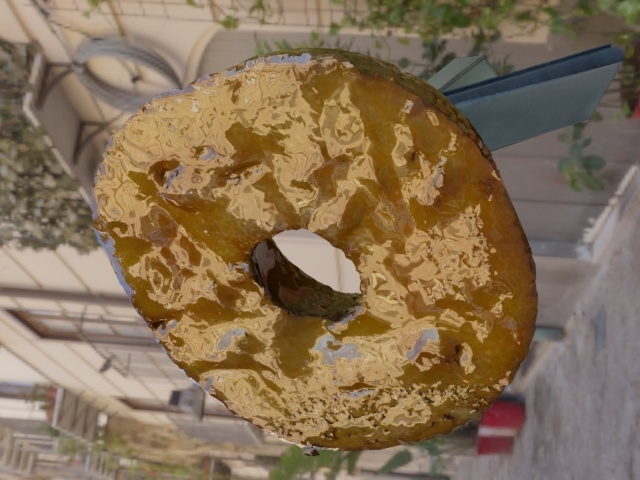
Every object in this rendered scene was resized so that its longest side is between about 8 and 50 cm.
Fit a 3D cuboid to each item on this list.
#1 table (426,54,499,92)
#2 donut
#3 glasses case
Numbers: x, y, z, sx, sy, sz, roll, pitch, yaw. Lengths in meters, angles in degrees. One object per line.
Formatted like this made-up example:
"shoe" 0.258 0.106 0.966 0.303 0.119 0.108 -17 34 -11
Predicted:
"table" 0.148 -0.146 1.164 0.111 0.240 0.121 52 180 -14
"donut" 0.001 0.002 0.521 0.108 0.278 0.277 -67 -18 -57
"glasses case" 0.206 -0.155 0.910 0.056 0.266 0.105 58 154 28
